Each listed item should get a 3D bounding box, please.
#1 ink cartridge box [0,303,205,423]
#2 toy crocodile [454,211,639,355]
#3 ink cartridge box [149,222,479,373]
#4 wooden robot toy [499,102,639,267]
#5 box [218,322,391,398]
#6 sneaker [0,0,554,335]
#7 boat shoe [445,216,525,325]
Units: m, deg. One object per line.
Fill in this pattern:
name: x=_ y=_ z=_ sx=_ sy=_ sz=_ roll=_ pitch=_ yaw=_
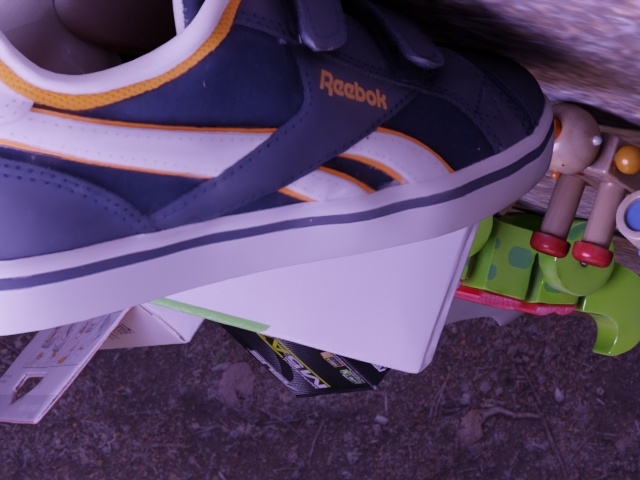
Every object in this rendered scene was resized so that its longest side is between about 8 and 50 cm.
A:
ink cartridge box: x=-0.181 y=0.071 z=1.476 sx=0.066 sy=0.261 sz=0.296 roll=39 pitch=163 yaw=-14
toy crocodile: x=0.136 y=0.013 z=1.419 sx=0.340 sy=0.105 sz=0.115 roll=16 pitch=177 yaw=-29
ink cartridge box: x=-0.064 y=-0.039 z=0.891 sx=0.198 sy=0.115 sz=0.273 roll=16 pitch=-174 yaw=-25
wooden robot toy: x=0.134 y=-0.033 z=0.838 sx=0.173 sy=0.076 sz=0.079 roll=12 pitch=166 yaw=38
box: x=-0.041 y=0.069 z=1.567 sx=0.190 sy=0.045 sz=0.184 roll=45 pitch=156 yaw=-14
sneaker: x=-0.023 y=-0.062 z=0.645 sx=0.321 sy=0.128 sz=0.126 roll=-16 pitch=-154 yaw=-41
boat shoe: x=0.153 y=0.018 z=1.635 sx=0.102 sy=0.108 sz=0.301 roll=48 pitch=-155 yaw=21
